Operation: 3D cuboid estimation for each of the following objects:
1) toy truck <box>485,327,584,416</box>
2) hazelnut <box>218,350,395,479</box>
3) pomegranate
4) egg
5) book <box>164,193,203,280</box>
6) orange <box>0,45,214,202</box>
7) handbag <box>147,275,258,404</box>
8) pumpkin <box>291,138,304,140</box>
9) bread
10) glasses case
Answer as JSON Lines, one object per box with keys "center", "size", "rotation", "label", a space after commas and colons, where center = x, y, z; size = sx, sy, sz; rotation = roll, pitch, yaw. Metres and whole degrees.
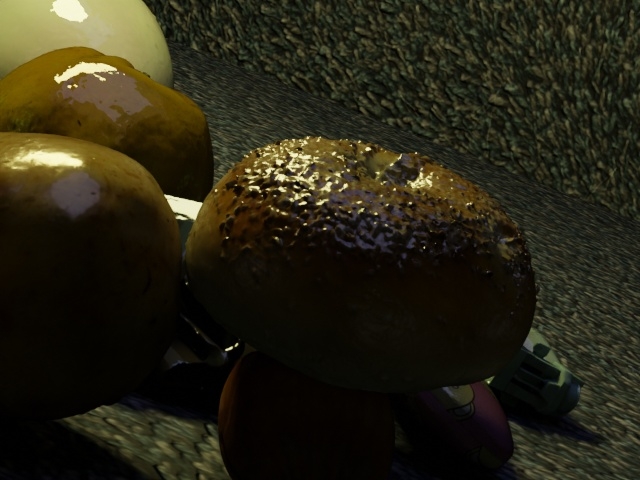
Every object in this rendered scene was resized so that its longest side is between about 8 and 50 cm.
{"center": [0.188, 0.113, 2.108], "size": [0.140, 0.108, 0.257], "rotation": [26, 8, -28], "label": "toy truck"}
{"center": [-0.012, 0.163, 1.541], "size": [0.150, 0.150, 0.150], "rotation": [17, 12, -4], "label": "hazelnut"}
{"center": [-0.236, 0.027, 1.496], "size": [0.260, 0.260, 0.260], "rotation": [17, 12, -4], "label": "pomegranate"}
{"center": [-0.327, -0.210, 2.396], "size": [0.283, 0.283, 0.345], "rotation": [10, 19, -32], "label": "egg"}
{"center": [-0.256, 0.006, 1.771], "size": [0.269, 0.025, 0.191], "rotation": [13, 47, 18], "label": "book"}
{"center": [-0.250, -0.091, 2.069], "size": [0.279, 0.235, 0.279], "rotation": [25, 12, -6], "label": "orange"}
{"center": [-0.100, 0.076, 1.838], "size": [0.285, 0.113, 0.257], "rotation": [9, 22, -41], "label": "handbag"}
{"center": [0.001, 0.000, 1.770], "size": [0.212, 0.152, 0.211], "rotation": [23, 31, -15], "label": "pumpkin"}
{"center": [0.038, 0.009, 1.528], "size": [0.306, 0.158, 0.305], "rotation": [15, 17, -5], "label": "bread"}
{"center": [0.115, 0.140, 1.866], "size": [0.123, 0.076, 0.316], "rotation": [44, 4, -17], "label": "glasses case"}
